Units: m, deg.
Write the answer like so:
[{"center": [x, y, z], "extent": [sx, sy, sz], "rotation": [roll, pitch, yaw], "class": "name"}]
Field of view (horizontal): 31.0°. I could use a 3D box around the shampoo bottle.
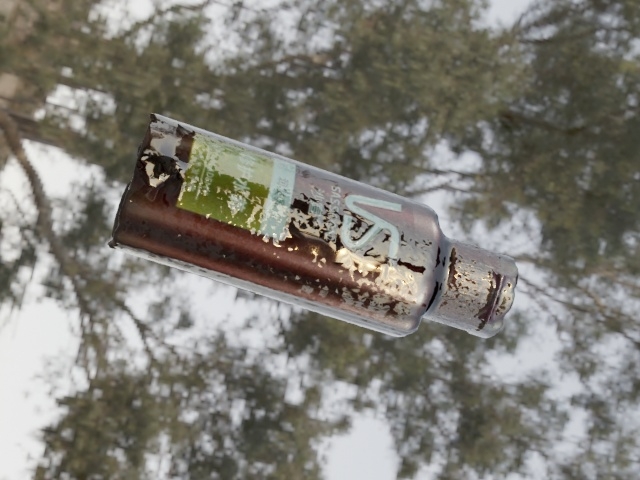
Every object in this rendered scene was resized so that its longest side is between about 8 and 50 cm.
[{"center": [0.000, 0.000, 0.935], "extent": [0.084, 0.323, 0.129], "rotation": [121, -16, -50], "class": "shampoo bottle"}]
